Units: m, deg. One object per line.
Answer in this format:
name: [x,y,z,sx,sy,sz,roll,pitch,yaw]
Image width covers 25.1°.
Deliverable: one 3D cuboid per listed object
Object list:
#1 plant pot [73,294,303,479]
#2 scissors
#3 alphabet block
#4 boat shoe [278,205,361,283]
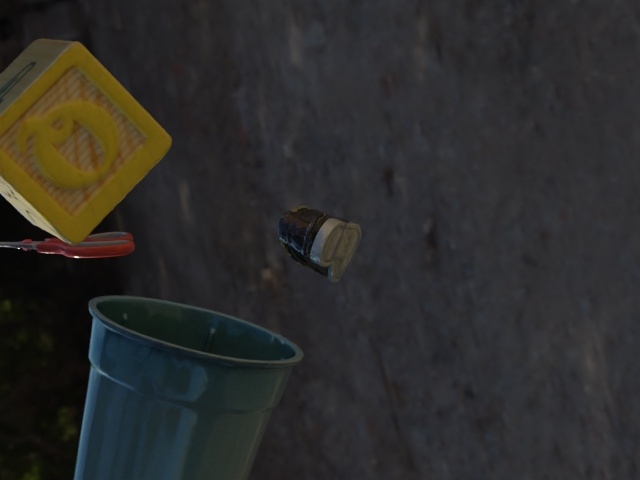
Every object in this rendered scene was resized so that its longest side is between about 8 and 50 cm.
plant pot: [-0.232,0.292,2.246,0.341,0.341,0.334,-141,65,-71]
scissors: [-0.413,0.007,2.091,0.109,0.297,0.021,-79,-12,-75]
alphabet block: [-0.343,-0.132,1.863,0.192,0.193,0.197,45,169,-25]
boat shoe: [0.000,0.000,1.817,0.081,0.069,0.228,-65,-12,-4]
